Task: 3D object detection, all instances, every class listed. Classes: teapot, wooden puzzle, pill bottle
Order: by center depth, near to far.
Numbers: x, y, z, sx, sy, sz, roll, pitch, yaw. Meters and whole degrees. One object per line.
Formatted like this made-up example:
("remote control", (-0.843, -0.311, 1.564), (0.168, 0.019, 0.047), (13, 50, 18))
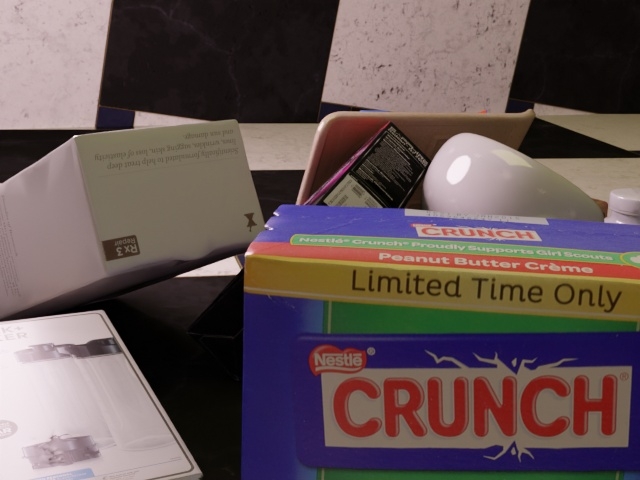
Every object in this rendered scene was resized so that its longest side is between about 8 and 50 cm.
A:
("teapot", (0.221, -0.008, 1.252), (0.252, 0.187, 0.256), (31, 1, 25))
("pill bottle", (0.419, 0.027, 1.316), (0.103, 0.184, 0.103), (2, 15, -1))
("wooden puzzle", (0.121, -0.093, 1.494), (0.348, 0.322, 0.080), (-6, 54, -19))

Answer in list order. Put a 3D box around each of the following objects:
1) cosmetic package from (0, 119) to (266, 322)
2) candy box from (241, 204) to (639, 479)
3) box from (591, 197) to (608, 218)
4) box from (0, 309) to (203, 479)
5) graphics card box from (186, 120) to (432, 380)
("cosmetic package", (-0.265, -0.012, 1.162), (0.217, 0.156, 0.385), (-12, -5, -42))
("candy box", (0.091, 0.148, 0.604), (0.268, 0.317, 0.122), (4, 16, 6))
("box", (0.316, 0.002, 1.496), (0.149, 0.126, 0.232), (17, 21, 41))
("box", (-0.230, 0.169, 0.839), (0.169, 0.087, 0.290), (-5, 25, -26))
("graphics card box", (0.000, 0.000, 1.215), (0.094, 0.233, 0.371), (45, 28, -4))
